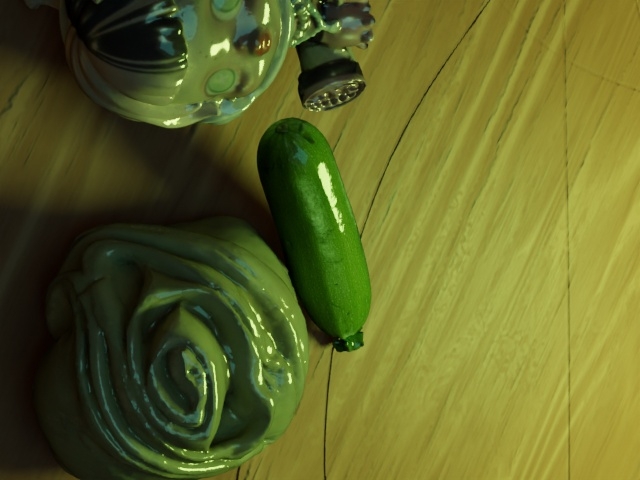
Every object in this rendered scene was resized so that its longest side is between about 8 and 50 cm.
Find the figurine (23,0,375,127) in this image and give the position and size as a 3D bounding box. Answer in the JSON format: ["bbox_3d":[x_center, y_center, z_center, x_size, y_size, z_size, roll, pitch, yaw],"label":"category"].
[{"bbox_3d":[-0.112,-0.240,1.438,0.361,0.211,0.253,-17,112,-33],"label":"figurine"}]

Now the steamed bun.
[{"bbox_3d":[-0.143,0.139,1.492,0.324,0.219,0.310,-2,102,-35],"label":"steamed bun"}]

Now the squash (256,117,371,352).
[{"bbox_3d":[0.000,0.000,1.605,0.101,0.101,0.379,-39,135,-22],"label":"squash"}]
